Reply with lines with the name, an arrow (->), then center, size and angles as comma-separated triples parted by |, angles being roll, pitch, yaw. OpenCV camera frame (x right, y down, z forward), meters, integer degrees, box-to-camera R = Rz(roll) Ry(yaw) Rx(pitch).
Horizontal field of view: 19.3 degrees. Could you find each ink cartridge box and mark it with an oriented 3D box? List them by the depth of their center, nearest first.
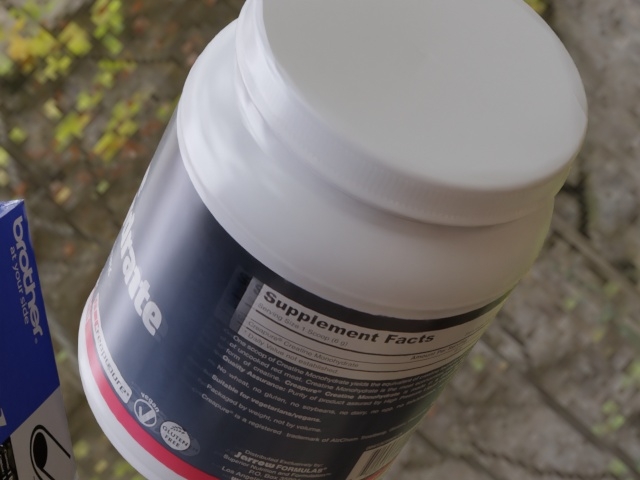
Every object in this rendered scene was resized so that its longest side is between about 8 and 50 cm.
ink cartridge box -> -0.153, 0.094, 0.860 | 0.097, 0.046, 0.207 | -51, -46, -70

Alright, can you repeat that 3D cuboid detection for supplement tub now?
supplement tub -> 0.000, 0.000, 0.954 | 0.191, 0.191, 0.272 | -28, -23, -43
